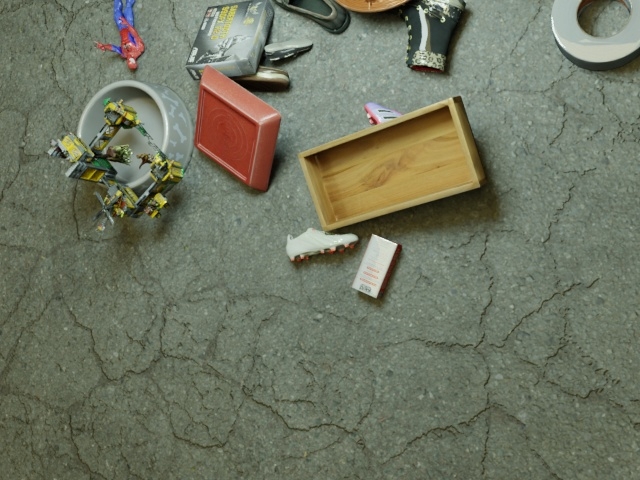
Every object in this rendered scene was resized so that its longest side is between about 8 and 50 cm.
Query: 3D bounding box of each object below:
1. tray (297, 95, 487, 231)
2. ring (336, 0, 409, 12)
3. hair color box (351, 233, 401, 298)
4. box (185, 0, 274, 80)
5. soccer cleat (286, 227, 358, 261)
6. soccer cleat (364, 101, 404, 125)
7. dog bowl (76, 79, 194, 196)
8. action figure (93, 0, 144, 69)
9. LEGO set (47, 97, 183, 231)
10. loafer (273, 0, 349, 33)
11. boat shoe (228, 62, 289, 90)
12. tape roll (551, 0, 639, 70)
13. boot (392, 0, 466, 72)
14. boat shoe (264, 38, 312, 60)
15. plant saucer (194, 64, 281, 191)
[{"bbox_3d":[0.160,-0.171,1.697,0.411,0.076,0.203,-16,96,32],"label":"tray"},{"bbox_3d":[0.161,-0.699,1.759,0.336,0.032,0.337,-10,64,22],"label":"ring"},{"bbox_3d":[0.137,0.063,1.768,0.072,0.043,0.141,24,94,21],"label":"hair color box"},{"bbox_3d":[-0.233,-0.524,1.891,0.183,0.056,0.231,-1,57,22],"label":"box"},{"bbox_3d":[0.000,0.000,1.816,0.196,0.068,0.076,-13,79,23],"label":"soccer cleat"},{"bbox_3d":[0.212,-0.260,1.744,0.095,0.083,0.248,-46,74,2],"label":"soccer cleat"},{"bbox_3d":[-0.526,-0.284,2.024,0.348,0.102,0.349,-1,87,22],"label":"dog bowl"},{"bbox_3d":[-0.573,-0.623,2.050,0.091,0.139,0.280,-16,83,21],"label":"action figure"},{"bbox_3d":[-0.534,-0.207,1.863,0.255,0.192,0.331,-38,74,15],"label":"LEGO set"},{"bbox_3d":[-0.044,-0.624,1.862,0.267,0.084,0.096,34,99,20],"label":"loafer"},{"bbox_3d":[-0.197,-0.453,1.910,0.257,0.095,0.095,8,83,22],"label":"boat shoe"},{"bbox_3d":[0.622,-0.489,1.596,0.219,0.072,0.219,-2,85,21],"label":"tape roll"},{"bbox_3d":[0.217,-0.510,1.753,0.236,0.085,0.179,16,95,23],"label":"boot"},{"bbox_3d":[-0.082,-0.492,1.882,0.125,0.038,0.046,-14,38,-10],"label":"boat shoe"},{"bbox_3d":[-0.228,-0.275,1.853,0.259,0.047,0.258,36,138,19],"label":"plant saucer"}]
